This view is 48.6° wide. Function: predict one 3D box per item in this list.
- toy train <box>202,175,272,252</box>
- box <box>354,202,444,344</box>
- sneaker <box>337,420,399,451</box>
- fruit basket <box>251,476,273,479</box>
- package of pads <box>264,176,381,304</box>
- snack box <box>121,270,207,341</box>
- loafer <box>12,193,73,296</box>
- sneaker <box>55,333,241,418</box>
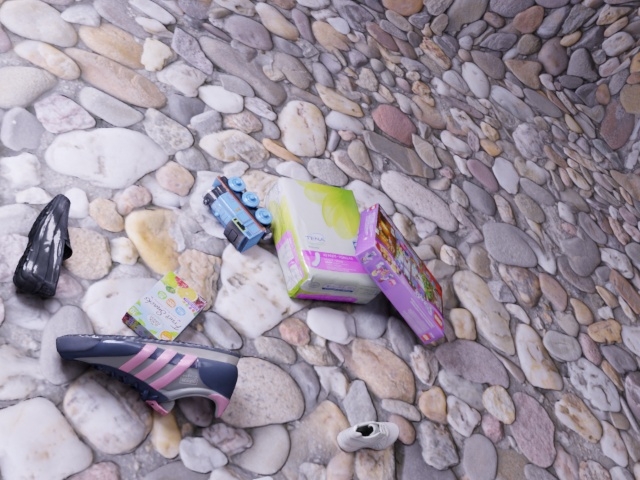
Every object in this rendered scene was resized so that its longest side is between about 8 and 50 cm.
[{"bbox_3d":[-0.188,-0.065,1.585,0.184,0.080,0.105,49,47,9],"label":"toy train"},{"bbox_3d":[0.191,0.076,1.669,0.293,0.057,0.201,51,25,-21],"label":"box"},{"bbox_3d":[0.109,0.391,1.427,0.152,0.061,0.054,2,52,-38],"label":"sneaker"},{"bbox_3d":[-0.145,0.545,1.057,0.327,0.165,0.353,0,40,-38],"label":"fruit basket"},{"bbox_3d":[0.000,0.000,1.655,0.229,0.101,0.297,9,50,-34],"label":"package of pads"},{"bbox_3d":[-0.295,0.135,1.354,0.100,0.037,0.141,40,41,0],"label":"snack box"},{"bbox_3d":[-0.491,0.008,1.292,0.078,0.076,0.223,34,38,-31],"label":"loafer"},{"bbox_3d":[-0.298,0.234,1.222,0.319,0.112,0.131,11,79,-16],"label":"sneaker"}]
